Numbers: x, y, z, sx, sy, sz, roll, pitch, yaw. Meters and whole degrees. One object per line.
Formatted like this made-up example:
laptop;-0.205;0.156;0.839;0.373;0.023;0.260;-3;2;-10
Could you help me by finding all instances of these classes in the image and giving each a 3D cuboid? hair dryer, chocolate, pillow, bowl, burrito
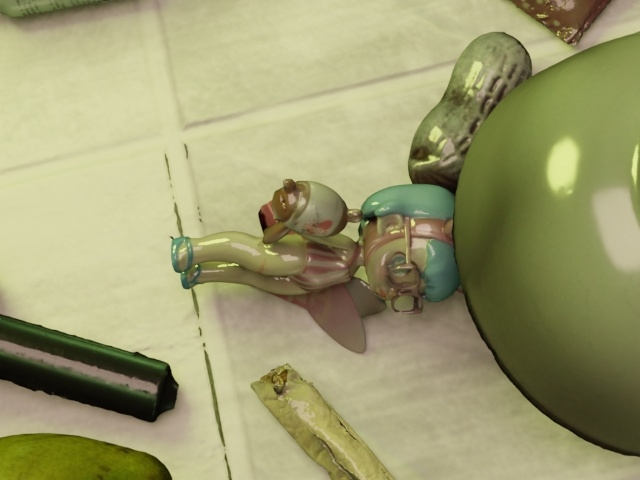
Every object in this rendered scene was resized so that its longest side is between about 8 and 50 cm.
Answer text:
hair dryer;-0.280;0.137;1.314;0.302;0.116;0.244;15;78;3
chocolate;0.129;-0.107;1.353;0.072;0.072;0.167;25;76;12
pillow;0.243;-0.271;1.403;0.118;0.043;0.185;40;81;13
bowl;0.296;-0.017;1.192;0.353;0.185;0.354;4;72;-14
burrito;0.013;0.176;1.299;0.185;0.041;0.045;48;42;17

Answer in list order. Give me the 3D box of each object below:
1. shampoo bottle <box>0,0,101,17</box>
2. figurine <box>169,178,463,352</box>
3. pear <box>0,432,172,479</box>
shampoo bottle;-0.261;-0.238;1.438;0.195;0.056;0.056;-10;73;2
figurine;0.002;-0.006;1.295;0.260;0.205;0.103;-3;50;8
pear;-0.231;0.256;1.214;0.269;0.212;0.212;-20;72;-12
